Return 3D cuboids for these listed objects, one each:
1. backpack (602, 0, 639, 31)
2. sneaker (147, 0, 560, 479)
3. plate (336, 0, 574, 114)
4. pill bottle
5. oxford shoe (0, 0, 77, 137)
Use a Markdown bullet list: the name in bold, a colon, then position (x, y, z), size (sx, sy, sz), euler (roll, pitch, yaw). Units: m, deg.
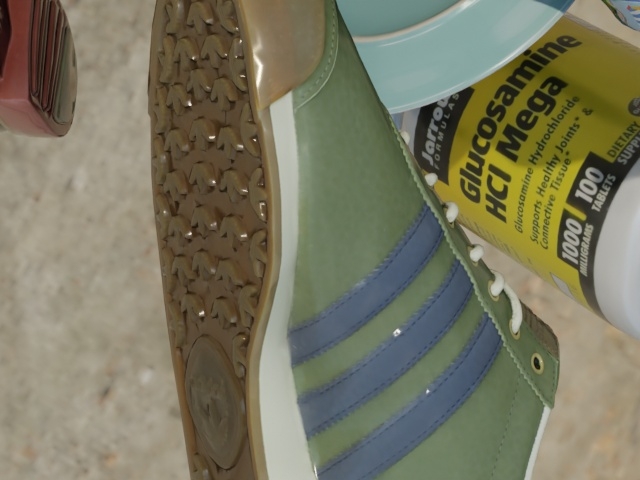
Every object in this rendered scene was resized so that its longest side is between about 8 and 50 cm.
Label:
- **backpack**: position (0.183, -0.138, 0.742), size (0.158, 0.173, 0.117), euler (-77, 145, -60)
- **sneaker**: position (0.014, 0.020, 0.420), size (0.086, 0.064, 0.192), euler (-11, 103, -27)
- **plate**: position (0.052, -0.139, 0.883), size (0.188, 0.188, 0.024), euler (-53, 130, -18)
- **pill bottle**: position (0.184, -0.072, 1.371), size (0.188, 0.334, 0.188), euler (-21, 127, -30)
- **oxford shoe**: position (-0.252, -0.145, 1.034), size (0.348, 0.130, 0.123), euler (64, 26, -63)
